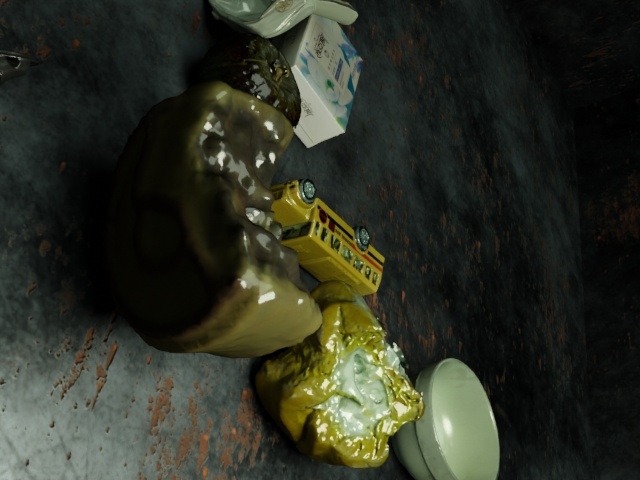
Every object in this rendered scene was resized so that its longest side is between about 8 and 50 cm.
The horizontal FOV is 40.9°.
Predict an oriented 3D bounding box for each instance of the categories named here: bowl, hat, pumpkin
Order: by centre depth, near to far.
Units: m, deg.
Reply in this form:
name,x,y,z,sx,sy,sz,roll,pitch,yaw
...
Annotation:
name,x,y,z,sx,sy,sz,roll,pitch,yaw
pumpkin,-0.129,-0.292,1.675,0.238,0.159,0.238,32,49,-45
hat,-0.078,-0.496,1.802,0.301,0.168,0.258,9,36,-41
bowl,0.267,0.428,1.937,0.307,0.163,0.307,32,50,-46

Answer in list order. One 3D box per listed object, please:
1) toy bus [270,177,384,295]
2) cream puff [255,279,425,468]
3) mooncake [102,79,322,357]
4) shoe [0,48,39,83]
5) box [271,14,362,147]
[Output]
name,x,y,z,sx,sy,sz,roll,pitch,yaw
toy bus,0.000,0.000,1.776,0.335,0.121,0.123,40,51,-43
cream puff,0.019,0.249,1.603,0.323,0.269,0.274,63,-2,-16
mooncake,-0.145,-0.021,1.284,0.246,0.394,0.393,22,97,-49
shoe,-0.471,-0.245,1.208,0.159,0.062,0.053,3,85,-58
box,-0.017,-0.382,1.939,0.203,0.116,0.274,49,38,-32
